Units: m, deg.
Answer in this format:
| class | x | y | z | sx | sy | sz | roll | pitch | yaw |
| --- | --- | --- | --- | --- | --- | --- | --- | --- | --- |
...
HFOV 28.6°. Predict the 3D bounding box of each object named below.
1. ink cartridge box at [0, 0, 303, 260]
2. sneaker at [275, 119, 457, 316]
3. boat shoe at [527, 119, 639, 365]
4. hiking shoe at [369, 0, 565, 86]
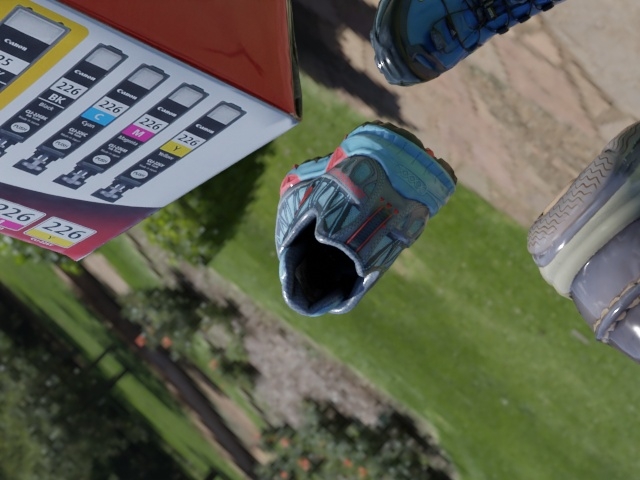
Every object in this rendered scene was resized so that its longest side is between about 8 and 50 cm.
| class | x | y | z | sx | sy | sz | roll | pitch | yaw |
| --- | --- | --- | --- | --- | --- | --- | --- | --- | --- |
| ink cartridge box | -0.167 | -0.134 | 0.612 | 0.309 | 0.130 | 0.272 | 21 | 143 | -40 |
| sneaker | 0.000 | 0.000 | 0.948 | 0.104 | 0.125 | 0.262 | 38 | 158 | -2 |
| boat shoe | 0.258 | 0.013 | 0.579 | 0.130 | 0.356 | 0.132 | 67 | 149 | 26 |
| hiking shoe | 0.176 | -0.258 | 1.229 | 0.132 | 0.304 | 0.113 | 8 | 135 | 58 |
